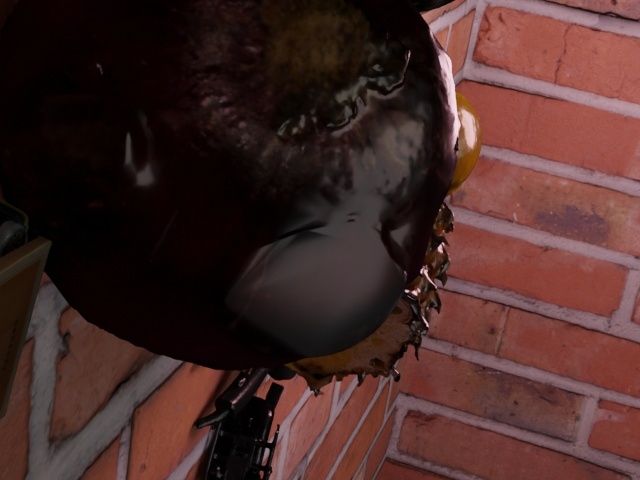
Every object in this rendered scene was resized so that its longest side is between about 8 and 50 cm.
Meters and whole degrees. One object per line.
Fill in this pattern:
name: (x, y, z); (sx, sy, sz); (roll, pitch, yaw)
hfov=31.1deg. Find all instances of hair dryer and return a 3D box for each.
hair dryer: (-0.110, 0.183, 1.743); (0.235, 0.091, 0.272); (80, 30, -41)

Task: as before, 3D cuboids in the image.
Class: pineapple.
pineapple: (0.002, 0.002, 1.497); (0.300, 0.352, 0.352); (-75, 171, -49)

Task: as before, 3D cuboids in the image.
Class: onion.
onion: (-0.112, -0.087, 1.019); (0.420, 0.398, 0.398); (6, -101, 58)

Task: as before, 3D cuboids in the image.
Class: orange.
orange: (0.149, -0.171, 2.045); (0.279, 0.235, 0.279); (-31, 172, -5)

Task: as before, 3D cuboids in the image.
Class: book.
book: (-0.267, 0.106, 0.772); (0.242, 0.018, 0.170); (-45, 159, -62)

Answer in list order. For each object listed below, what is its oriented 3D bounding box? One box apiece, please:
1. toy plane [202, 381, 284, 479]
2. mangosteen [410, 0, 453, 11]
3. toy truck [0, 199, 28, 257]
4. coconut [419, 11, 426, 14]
toy plane: (-0.137, 0.397, 1.822); (0.155, 0.106, 0.382); (101, 2, -76)
mangosteen: (0.094, -0.434, 1.413); (0.330, 0.330, 0.330); (15, 90, -77)
toy truck: (-0.289, 0.057, 0.832); (0.116, 0.085, 0.191); (102, 14, -49)
coconut: (0.141, -0.455, 1.790); (0.224, 0.224, 0.234); (4, 88, -77)
